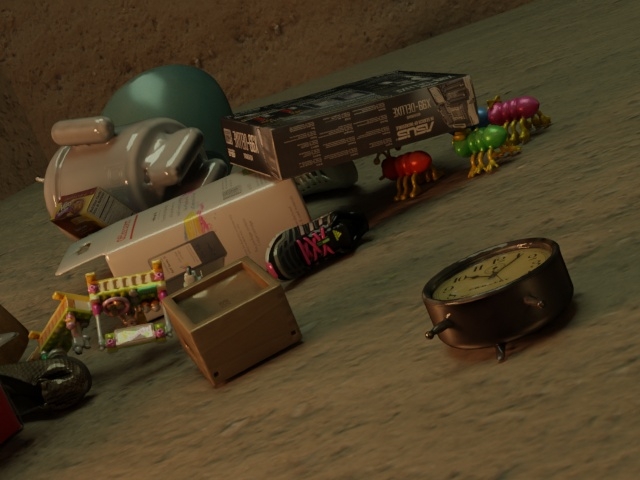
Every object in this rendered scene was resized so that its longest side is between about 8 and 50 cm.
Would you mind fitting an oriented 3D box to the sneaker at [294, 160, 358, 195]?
[{"bbox_3d":[-0.025,-0.108,1.900,0.123,0.106,0.290,-33,6,-13],"label":"sneaker"}]

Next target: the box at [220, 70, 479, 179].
[{"bbox_3d":[0.037,-0.173,1.646,0.307,0.076,0.242,-17,15,-18],"label":"box"}]

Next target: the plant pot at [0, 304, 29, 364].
[{"bbox_3d":[-0.560,0.099,1.524,0.237,0.254,0.237,-26,23,12],"label":"plant pot"}]

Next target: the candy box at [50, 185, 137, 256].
[{"bbox_3d":[-0.320,-0.010,1.807,0.109,0.186,0.053,-9,51,46],"label":"candy box"}]

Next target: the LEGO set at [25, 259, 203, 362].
[{"bbox_3d":[-0.266,0.123,1.397,0.287,0.132,0.107,-25,51,9],"label":"LEGO set"}]

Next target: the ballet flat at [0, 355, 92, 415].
[{"bbox_3d":[-0.389,0.189,1.382,0.250,0.084,0.058,-10,16,25],"label":"ballet flat"}]

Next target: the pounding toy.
[{"bbox_3d":[-0.091,0.089,1.266,0.130,0.100,0.141,-27,25,-15],"label":"pounding toy"}]

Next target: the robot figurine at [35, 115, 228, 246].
[{"bbox_3d":[-0.327,-0.095,1.932,0.353,0.300,0.200,-9,38,38],"label":"robot figurine"}]

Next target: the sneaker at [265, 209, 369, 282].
[{"bbox_3d":[0.000,0.000,1.481,0.170,0.063,0.075,-29,7,-42],"label":"sneaker"}]

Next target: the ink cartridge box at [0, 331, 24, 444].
[{"bbox_3d":[-0.486,0.236,1.237,0.272,0.130,0.309,-13,17,31],"label":"ink cartridge box"}]

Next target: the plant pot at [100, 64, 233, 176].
[{"bbox_3d":[-0.286,-0.184,2.330,0.290,0.290,0.195,-26,49,-13],"label":"plant pot"}]

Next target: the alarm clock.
[{"bbox_3d":[0.166,0.042,1.040,0.129,0.064,0.192,-18,17,23],"label":"alarm clock"}]

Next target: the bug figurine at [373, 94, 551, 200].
[{"bbox_3d":[0.216,-0.155,1.707,0.216,0.072,0.279,-11,17,41],"label":"bug figurine"}]

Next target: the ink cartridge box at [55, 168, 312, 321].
[{"bbox_3d":[-0.188,0.007,1.649,0.353,0.119,0.207,-22,14,0],"label":"ink cartridge box"}]
